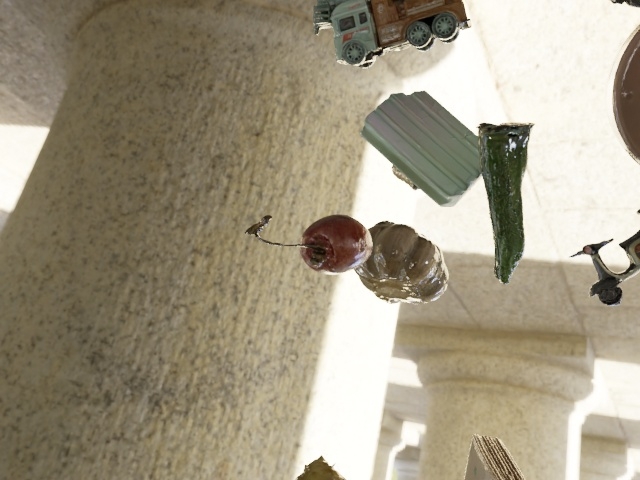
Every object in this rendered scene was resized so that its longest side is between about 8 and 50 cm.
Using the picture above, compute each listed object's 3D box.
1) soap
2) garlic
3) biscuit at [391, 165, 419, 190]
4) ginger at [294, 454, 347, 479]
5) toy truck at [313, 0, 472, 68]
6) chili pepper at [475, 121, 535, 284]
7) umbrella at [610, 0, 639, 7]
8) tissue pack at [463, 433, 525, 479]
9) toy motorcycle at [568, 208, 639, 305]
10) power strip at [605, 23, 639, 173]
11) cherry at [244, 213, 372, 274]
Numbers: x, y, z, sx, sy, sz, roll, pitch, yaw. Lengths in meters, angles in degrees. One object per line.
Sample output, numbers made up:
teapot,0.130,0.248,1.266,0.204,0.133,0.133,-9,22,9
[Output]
soap,0.256,-0.226,1.523,0.289,0.173,0.095,43,162,7
garlic,0.174,0.046,1.400,0.228,0.152,0.228,26,151,16
biscuit,0.232,-0.172,1.667,0.055,0.061,0.219,36,-174,-16
ginger,0.002,0.571,1.278,0.138,0.267,0.152,-7,134,14
toy truck,0.151,-0.498,1.417,0.338,0.184,0.133,-12,-172,17
chili pepper,0.249,-0.046,0.868,0.088,0.227,0.059,-11,-163,-25
umbrella,0.696,-0.541,1.397,0.059,0.066,0.236,-6,-150,-39
tissue pack,0.296,0.541,1.163,0.071,0.325,0.170,8,-169,-2
toy motorcycle,0.720,0.032,1.491,0.263,0.157,0.091,-41,161,18
power strip,0.296,-0.112,0.482,0.154,0.154,0.078,5,-164,19
cherry,0.000,0.000,0.924,0.107,0.090,0.225,-4,170,35
